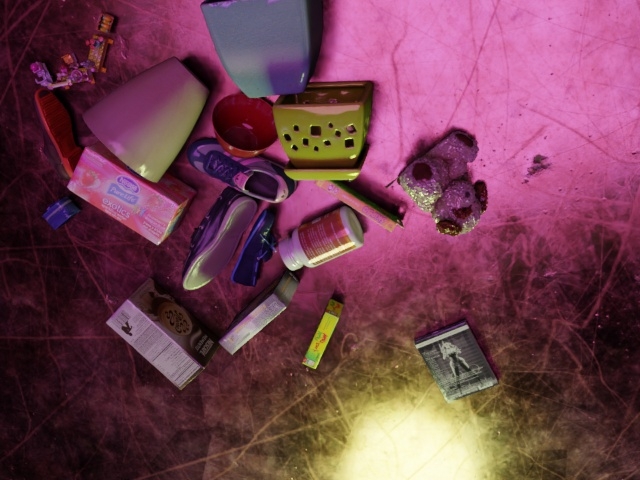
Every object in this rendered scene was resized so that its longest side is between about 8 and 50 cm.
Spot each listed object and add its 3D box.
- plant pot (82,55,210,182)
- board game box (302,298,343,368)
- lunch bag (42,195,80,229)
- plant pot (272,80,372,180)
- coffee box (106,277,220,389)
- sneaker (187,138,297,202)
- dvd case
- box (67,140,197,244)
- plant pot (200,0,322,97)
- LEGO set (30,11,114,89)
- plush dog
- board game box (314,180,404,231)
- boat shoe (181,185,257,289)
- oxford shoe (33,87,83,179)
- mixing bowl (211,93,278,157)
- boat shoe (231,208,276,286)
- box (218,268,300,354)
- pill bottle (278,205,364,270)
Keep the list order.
[{"bbox_3d":[-0.429,-0.339,1.845,0.256,0.256,0.274,44,94,-6],"label":"plant pot"},{"bbox_3d":[0.007,0.269,2.033,0.043,0.092,0.181,23,112,1],"label":"board game box"},{"bbox_3d":[-0.768,-0.082,2.073,0.098,0.067,0.065,-35,99,21],"label":"lunch bag"},{"bbox_3d":[0.016,-0.273,1.776,0.227,0.228,0.207,1,115,10],"label":"plant pot"},{"bbox_3d":[-0.458,0.273,2.085,0.297,0.168,0.119,43,111,-7],"label":"coffee box"},{"bbox_3d":[-0.222,-0.189,1.895,0.319,0.131,0.112,18,111,5],"label":"sneaker"},{"bbox_3d":[0.391,0.351,2.028,0.164,0.018,0.221,-26,103,19],"label":"dvd case"},{"bbox_3d":[-0.521,-0.141,1.959,0.300,0.154,0.142,33,112,-1],"label":"box"},{"bbox_3d":[-0.116,-0.493,1.719,0.247,0.248,0.252,-4,121,12],"label":"plant pot"},{"bbox_3d":[-0.652,-0.484,1.887,0.287,0.107,0.132,-30,101,19],"label":"LEGO set"},{"bbox_3d":[0.314,-0.114,1.793,0.225,0.262,0.210,51,144,1],"label":"plush dog"},{"bbox_3d":[0.105,-0.100,1.866,0.259,0.124,0.039,30,101,-1],"label":"board game box"},{"bbox_3d":[-0.308,-0.013,1.990,0.113,0.127,0.340,49,120,30],"label":"boat shoe"},{"bbox_3d":[-0.751,-0.289,1.975,0.098,0.097,0.271,-4,115,25],"label":"oxford shoe"},{"bbox_3d":[-0.204,-0.285,1.855,0.181,0.181,0.098,31,148,-1],"label":"mixing bowl"},{"bbox_3d":[-0.171,0.022,1.990,0.089,0.109,0.258,24,128,-6],"label":"boat shoe"},{"bbox_3d":[-0.171,0.200,1.995,0.056,0.183,0.231,46,112,-6],"label":"box"},{"bbox_3d":[0.000,0.000,1.924,0.216,0.121,0.121,-24,103,17],"label":"pill bottle"}]
